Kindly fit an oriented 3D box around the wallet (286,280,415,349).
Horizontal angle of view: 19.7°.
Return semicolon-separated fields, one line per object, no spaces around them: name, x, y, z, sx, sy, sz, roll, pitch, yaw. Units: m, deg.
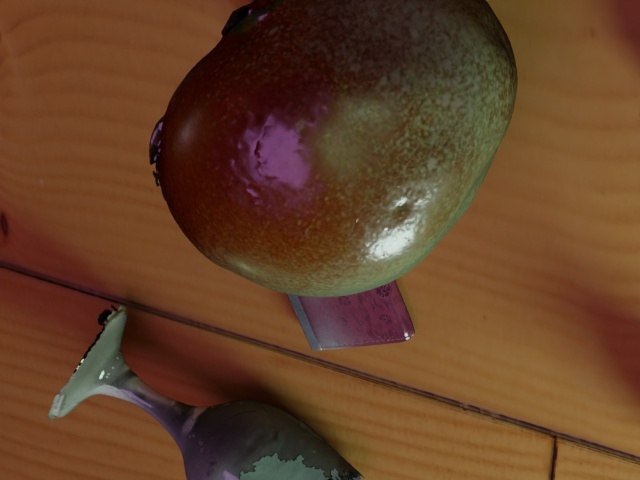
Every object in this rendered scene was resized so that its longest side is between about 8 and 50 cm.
wallet;0.000;0.000;1.733;0.119;0.025;0.232;-7;118;35

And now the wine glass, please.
wine glass;-0.115;0.201;1.876;0.321;0.143;0.143;30;132;7

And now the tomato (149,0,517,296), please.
tomato;0.023;-0.096;1.473;0.239;0.303;0.303;42;133;1
